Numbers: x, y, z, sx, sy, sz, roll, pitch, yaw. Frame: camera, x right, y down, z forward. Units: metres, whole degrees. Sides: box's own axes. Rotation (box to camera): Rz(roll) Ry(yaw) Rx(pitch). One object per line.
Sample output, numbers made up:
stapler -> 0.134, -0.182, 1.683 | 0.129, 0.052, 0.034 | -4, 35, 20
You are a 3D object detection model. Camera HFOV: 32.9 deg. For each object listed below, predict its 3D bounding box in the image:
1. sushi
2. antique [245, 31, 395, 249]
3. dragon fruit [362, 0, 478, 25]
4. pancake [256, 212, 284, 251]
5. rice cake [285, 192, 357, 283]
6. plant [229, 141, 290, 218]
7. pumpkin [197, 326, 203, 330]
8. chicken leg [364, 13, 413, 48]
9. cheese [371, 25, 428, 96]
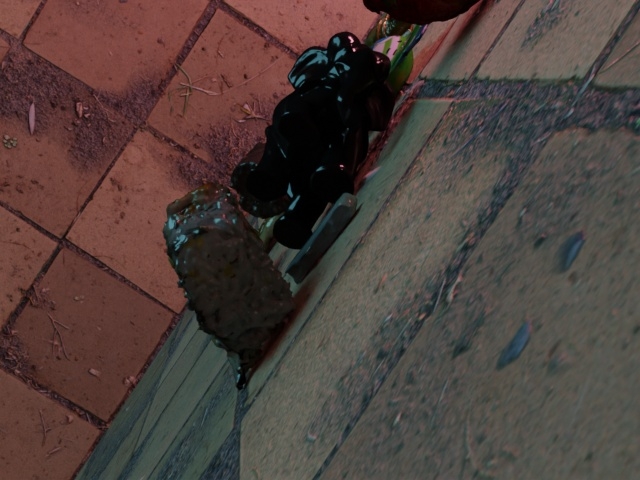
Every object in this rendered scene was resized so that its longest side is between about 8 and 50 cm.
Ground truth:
sushi -> -0.126, 0.056, 1.529 | 0.139, 0.274, 0.184 | -30, 10, -3
antique -> 0.001, -0.176, 1.759 | 0.322, 0.185, 0.255 | -55, 8, 48
dragon fruit -> 0.173, -0.459, 1.628 | 0.299, 0.244, 0.244 | -38, 9, 4
pancake -> -0.104, -0.052, 2.480 | 0.282, 0.049, 0.282 | -57, 4, 6
rice cake -> 0.000, 0.000, 1.587 | 0.180, 0.030, 0.042 | -52, 10, 39
plant -> -0.059, -0.148, 2.242 | 0.146, 0.149, 0.274 | 1, 24, 31
pumpkin -> -0.160, 0.084, 2.075 | 0.217, 0.110, 0.217 | -159, 90, -78
chicken leg -> 0.162, -0.462, 2.334 | 0.103, 0.088, 0.228 | -46, -3, -31
cheese -> 0.123, -0.313, 1.936 | 0.204, 0.083, 0.320 | -61, 7, -29
